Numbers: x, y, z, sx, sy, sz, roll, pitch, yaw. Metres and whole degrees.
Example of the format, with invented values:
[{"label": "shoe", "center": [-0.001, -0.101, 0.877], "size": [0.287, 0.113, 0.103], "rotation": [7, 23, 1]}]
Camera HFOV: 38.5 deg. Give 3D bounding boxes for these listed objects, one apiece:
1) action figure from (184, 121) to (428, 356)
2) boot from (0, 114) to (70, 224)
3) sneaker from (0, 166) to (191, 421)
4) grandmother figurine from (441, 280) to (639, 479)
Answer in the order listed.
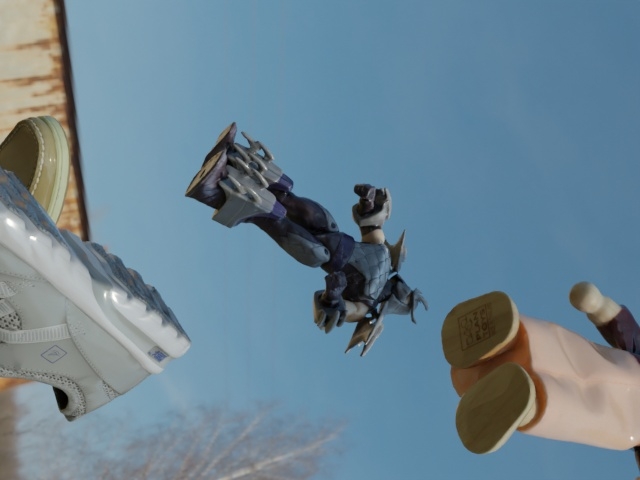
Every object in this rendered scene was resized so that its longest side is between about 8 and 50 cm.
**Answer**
[{"label": "action figure", "center": [0.000, 0.000, 0.939], "size": [0.099, 0.285, 0.185], "rotation": [-44, -161, 38]}, {"label": "boot", "center": [-0.297, -0.016, 0.681], "size": [0.213, 0.165, 0.077], "rotation": [-51, -125, 22]}, {"label": "sneaker", "center": [-0.198, 0.028, 0.543], "size": [0.281, 0.115, 0.105], "rotation": [46, -2, -39]}, {"label": "grandmother figurine", "center": [0.252, 0.131, 0.778], "size": [0.104, 0.342, 0.207], "rotation": [-29, -129, 45]}]
